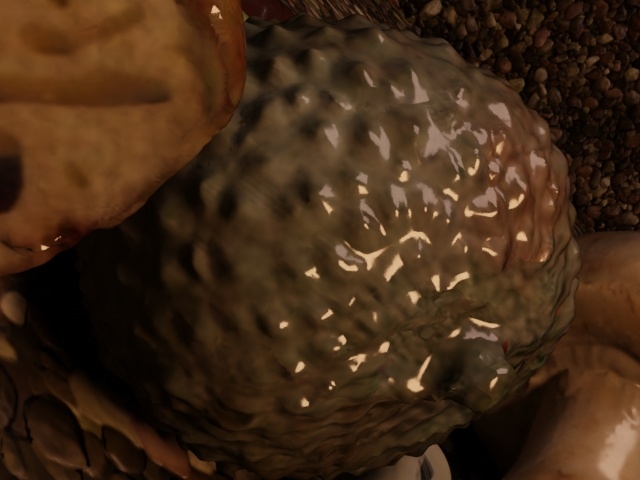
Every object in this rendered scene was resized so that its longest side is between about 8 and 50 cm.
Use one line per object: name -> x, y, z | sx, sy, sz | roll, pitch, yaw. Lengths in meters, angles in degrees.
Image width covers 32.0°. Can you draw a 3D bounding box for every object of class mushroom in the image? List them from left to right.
mushroom -> 0.243, 0.147, 0.921 | 0.297, 0.297, 0.290 | 52, 39, -3

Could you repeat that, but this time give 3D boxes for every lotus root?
lotus root -> -0.154, -0.054, 0.413 | 0.170, 0.260, 0.074 | 82, -9, -46

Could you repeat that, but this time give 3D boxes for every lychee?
lychee -> 0.000, 0.000, 0.583 | 0.255, 0.255, 0.274 | 35, 9, -45

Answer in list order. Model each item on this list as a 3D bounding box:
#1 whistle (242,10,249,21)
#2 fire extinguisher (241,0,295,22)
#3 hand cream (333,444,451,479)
whistle -> -0.053, -0.067, 0.794 | 0.106, 0.131, 0.288 | -24, 76, -47
fire extinguisher -> -0.150, -0.240, 0.871 | 0.337, 0.135, 0.114 | 38, 15, -38
hand cream -> 0.024, 0.184, 0.566 | 0.341, 0.077, 0.124 | -65, 156, -71
